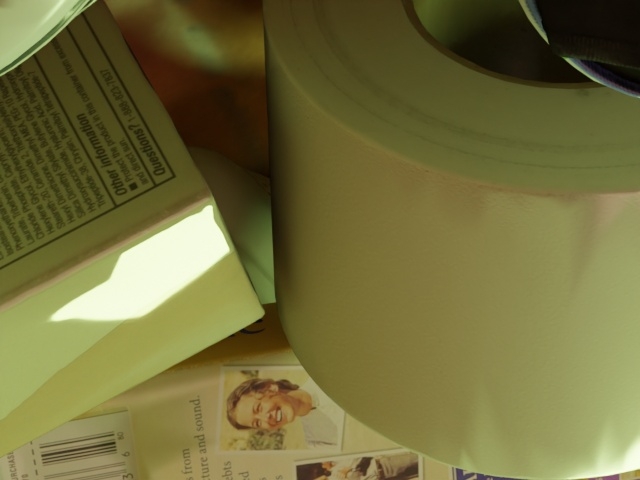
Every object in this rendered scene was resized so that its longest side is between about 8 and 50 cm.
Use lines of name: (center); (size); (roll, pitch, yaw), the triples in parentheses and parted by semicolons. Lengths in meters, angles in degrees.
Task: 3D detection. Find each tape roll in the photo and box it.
tape roll: (0.098, -0.042, 0.798); (0.246, 0.246, 0.169); (-20, 136, -19)

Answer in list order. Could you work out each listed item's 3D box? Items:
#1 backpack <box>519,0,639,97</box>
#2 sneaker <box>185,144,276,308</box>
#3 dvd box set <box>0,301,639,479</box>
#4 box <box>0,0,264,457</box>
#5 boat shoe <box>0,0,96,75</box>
backpack: (0.158, -0.167, 0.541); (0.263, 0.213, 0.276); (-13, 123, -13)
sneaker: (0.000, 0.000, 0.991); (0.129, 0.111, 0.297); (-55, 150, 0)
dvd box set: (0.035, 0.170, 0.918); (0.420, 0.062, 0.307); (-10, 113, -8)
box: (-0.197, 0.027, 0.763); (0.311, 0.148, 0.121); (-27, 152, -4)
boat shoe: (-0.033, -0.168, 0.618); (0.335, 0.121, 0.119); (-45, 146, 22)
